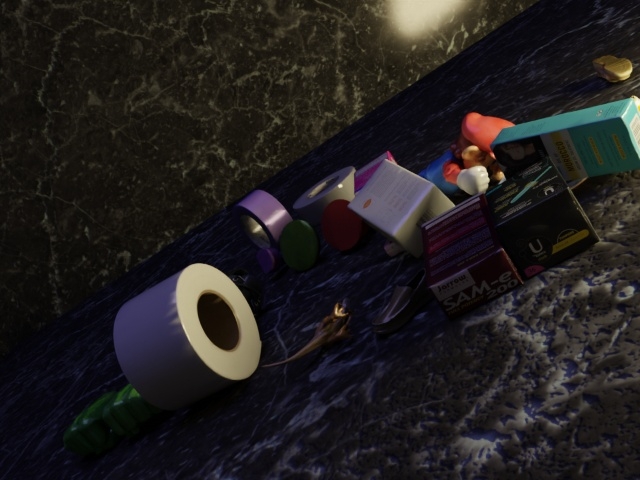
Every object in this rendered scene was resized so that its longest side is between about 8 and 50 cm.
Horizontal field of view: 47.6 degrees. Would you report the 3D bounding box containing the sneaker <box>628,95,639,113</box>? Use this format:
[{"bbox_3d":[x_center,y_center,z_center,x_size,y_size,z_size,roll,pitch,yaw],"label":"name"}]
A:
[{"bbox_3d":[0.537,-0.184,1.243,0.069,0.084,0.185,-60,-10,1],"label":"sneaker"}]

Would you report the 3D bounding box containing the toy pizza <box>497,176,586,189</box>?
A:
[{"bbox_3d":[0.416,-0.114,1.321,0.201,0.032,0.201,-28,20,11],"label":"toy pizza"}]

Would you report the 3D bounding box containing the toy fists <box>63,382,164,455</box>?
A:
[{"bbox_3d":[-0.425,0.368,1.523,0.279,0.096,0.142,-30,5,23],"label":"toy fists"}]

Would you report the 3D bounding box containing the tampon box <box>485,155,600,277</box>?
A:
[{"bbox_3d":[0.336,-0.038,1.119,0.120,0.101,0.161,-30,16,18],"label":"tampon box"}]

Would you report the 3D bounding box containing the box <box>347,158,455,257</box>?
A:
[{"bbox_3d":[0.161,-0.067,1.454,0.130,0.091,0.170,-52,38,0],"label":"box"}]

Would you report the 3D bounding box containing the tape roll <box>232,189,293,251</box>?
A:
[{"bbox_3d":[-0.159,-0.046,2.066,0.080,0.189,0.189,-41,16,-26],"label":"tape roll"}]

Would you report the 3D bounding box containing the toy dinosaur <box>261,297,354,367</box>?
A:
[{"bbox_3d":[0.006,0.172,1.294,0.211,0.064,0.112,-34,-7,-39],"label":"toy dinosaur"}]

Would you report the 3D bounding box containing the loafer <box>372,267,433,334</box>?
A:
[{"bbox_3d":[0.138,0.100,1.215,0.148,0.050,0.056,-39,15,-17],"label":"loafer"}]

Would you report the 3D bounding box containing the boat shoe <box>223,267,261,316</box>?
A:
[{"bbox_3d":[-0.191,0.128,1.706,0.113,0.127,0.340,-47,6,-1],"label":"boat shoe"}]

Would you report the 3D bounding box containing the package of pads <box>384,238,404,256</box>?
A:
[{"bbox_3d":[0.175,-0.001,1.499,0.083,0.032,0.050,-28,14,24],"label":"package of pads"}]

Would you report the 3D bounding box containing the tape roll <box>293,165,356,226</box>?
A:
[{"bbox_3d":[0.026,-0.131,2.168,0.219,0.072,0.219,-33,14,9],"label":"tape roll"}]

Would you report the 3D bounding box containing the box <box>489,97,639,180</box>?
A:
[{"bbox_3d":[0.416,-0.157,1.221,0.244,0.100,0.060,-8,32,48],"label":"box"}]

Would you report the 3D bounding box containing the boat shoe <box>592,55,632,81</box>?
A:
[{"bbox_3d":[0.662,-0.381,1.641,0.056,0.048,0.153,-21,22,3],"label":"boat shoe"}]

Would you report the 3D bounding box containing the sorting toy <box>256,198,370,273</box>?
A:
[{"bbox_3d":[0.000,0.000,1.813,0.365,0.127,0.126,-26,-13,40],"label":"sorting toy"}]

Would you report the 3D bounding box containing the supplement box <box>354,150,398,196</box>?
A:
[{"bbox_3d":[0.156,-0.128,1.789,0.114,0.111,0.220,-32,14,13],"label":"supplement box"}]

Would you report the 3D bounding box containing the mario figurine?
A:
[{"bbox_3d":[0.301,-0.129,1.542,0.320,0.170,0.198,-37,47,34],"label":"mario figurine"}]

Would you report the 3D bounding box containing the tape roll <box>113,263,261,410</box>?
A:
[{"bbox_3d":[-0.257,0.189,1.420,0.169,0.246,0.246,-28,16,22],"label":"tape roll"}]

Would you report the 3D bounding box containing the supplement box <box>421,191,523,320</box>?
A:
[{"bbox_3d":[0.241,0.018,1.186,0.130,0.073,0.239,-30,18,18],"label":"supplement box"}]
